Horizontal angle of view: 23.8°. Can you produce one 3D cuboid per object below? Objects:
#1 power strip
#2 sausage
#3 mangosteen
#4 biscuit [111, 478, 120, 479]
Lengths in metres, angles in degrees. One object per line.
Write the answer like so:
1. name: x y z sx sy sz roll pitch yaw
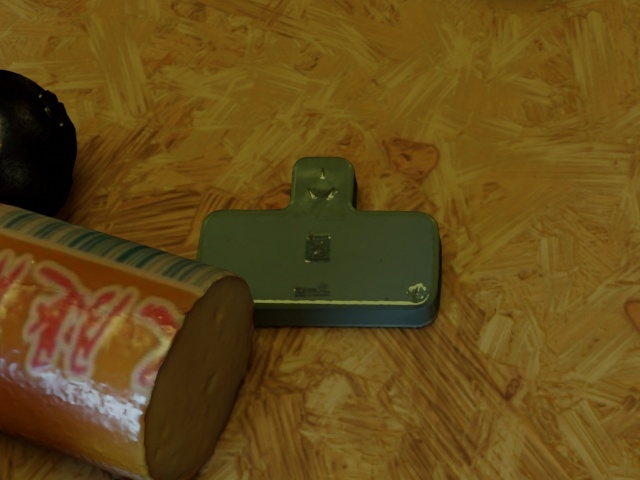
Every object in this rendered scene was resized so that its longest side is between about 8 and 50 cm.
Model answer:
1. power strip: 0.000 0.000 1.660 0.265 0.059 0.193 0 62 7
2. sausage: -0.240 0.101 1.528 0.287 0.233 0.233 17 62 15
3. mangosteen: -0.379 -0.081 1.700 0.230 0.194 0.194 -41 59 12
4. biscuit: -0.199 0.350 1.487 0.131 0.025 0.231 14 61 16
